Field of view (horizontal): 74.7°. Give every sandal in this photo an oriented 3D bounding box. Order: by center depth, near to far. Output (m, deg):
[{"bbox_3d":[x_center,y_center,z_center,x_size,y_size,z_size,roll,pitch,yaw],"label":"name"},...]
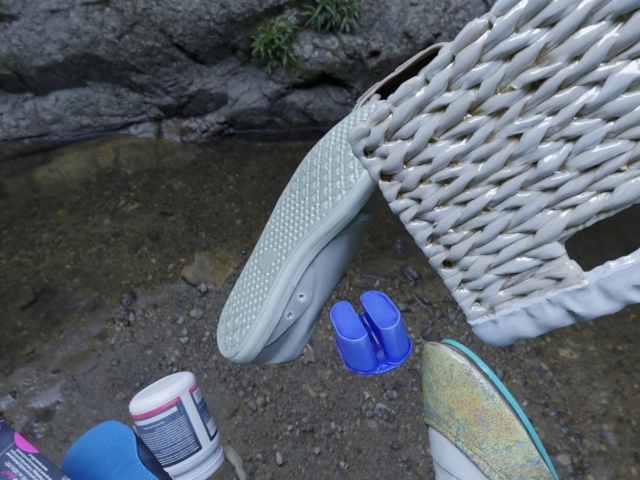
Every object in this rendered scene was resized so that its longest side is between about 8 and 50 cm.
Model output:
[{"bbox_3d":[-0.087,0.311,1.267,0.088,0.240,0.079,24,53,41],"label":"sandal"}]

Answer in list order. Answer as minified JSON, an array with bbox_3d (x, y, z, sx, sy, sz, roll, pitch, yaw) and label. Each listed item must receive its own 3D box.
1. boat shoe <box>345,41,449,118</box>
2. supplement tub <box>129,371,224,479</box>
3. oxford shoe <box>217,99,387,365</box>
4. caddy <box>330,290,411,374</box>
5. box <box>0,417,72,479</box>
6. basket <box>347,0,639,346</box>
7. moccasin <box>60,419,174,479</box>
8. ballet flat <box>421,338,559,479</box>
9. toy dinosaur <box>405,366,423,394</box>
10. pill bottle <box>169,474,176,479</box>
[{"bbox_3d":[0.099,-0.211,0.728,0.110,0.341,0.122,-12,69,-53],"label":"boat shoe"},{"bbox_3d":[-0.406,0.538,1.201,0.191,0.191,0.272,-23,93,-26],"label":"supplement tub"},{"bbox_3d":[0.000,0.000,0.640,0.130,0.449,0.169,26,9,-33],"label":"oxford shoe"},{"bbox_3d":[0.173,0.329,1.470,0.241,0.179,0.341,-19,21,-5],"label":"caddy"},{"bbox_3d":[-0.404,0.363,0.512,0.247,0.163,0.142,20,26,24],"label":"box"},{"bbox_3d":[0.250,-0.127,0.425,0.266,0.328,0.331,49,39,-7],"label":"basket"},{"bbox_3d":[-0.277,0.385,0.604,0.137,0.117,0.342,-38,31,-30],"label":"moccasin"},{"bbox_3d":[0.181,0.257,0.415,0.349,0.123,0.123,55,52,-15],"label":"ballet flat"},{"bbox_3d":[0.408,0.519,1.389,0.313,0.160,0.121,9,23,35],"label":"toy dinosaur"},{"bbox_3d":[-0.308,0.492,0.784,0.067,0.120,0.067,17,37,-13],"label":"pill bottle"}]
